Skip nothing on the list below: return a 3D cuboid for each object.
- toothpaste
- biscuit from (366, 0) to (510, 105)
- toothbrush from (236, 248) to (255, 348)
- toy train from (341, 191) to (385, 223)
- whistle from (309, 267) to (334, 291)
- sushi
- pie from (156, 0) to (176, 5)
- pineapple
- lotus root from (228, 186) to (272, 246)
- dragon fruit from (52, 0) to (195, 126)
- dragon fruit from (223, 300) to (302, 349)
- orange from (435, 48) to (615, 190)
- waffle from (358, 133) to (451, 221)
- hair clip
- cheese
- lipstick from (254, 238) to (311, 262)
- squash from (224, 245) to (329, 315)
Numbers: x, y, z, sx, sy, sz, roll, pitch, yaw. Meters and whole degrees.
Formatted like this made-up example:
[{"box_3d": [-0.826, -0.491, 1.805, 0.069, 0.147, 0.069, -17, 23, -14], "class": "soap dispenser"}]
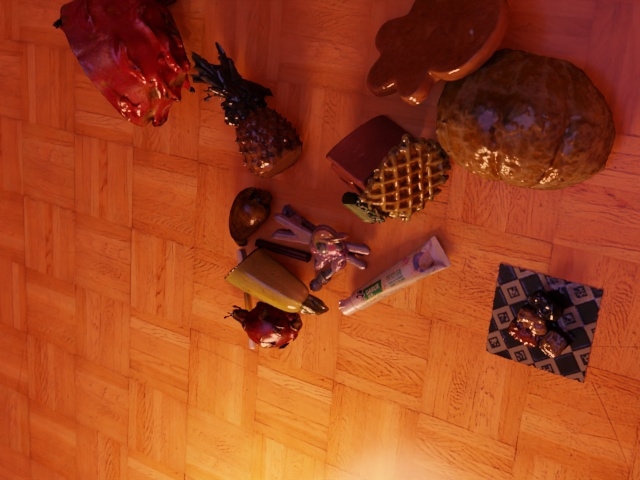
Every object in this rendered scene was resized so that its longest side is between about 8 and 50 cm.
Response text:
[{"box_3d": [0.173, 0.098, 1.905, 0.314, 0.056, 0.058, -34, 122, 31], "class": "toothpaste"}, {"box_3d": [0.243, -0.416, 1.653, 0.354, 0.052, 0.275, -12, 61, 45], "class": "biscuit"}, {"box_3d": [-0.202, 0.162, 2.181, 0.021, 0.024, 0.288, 3, 105, 35], "class": "toothbrush"}, {"box_3d": [0.105, -0.074, 1.850, 0.070, 0.148, 0.038, 13, 79, 29], "class": "toy train"}, {"box_3d": [0.004, 0.100, 2.021, 0.100, 0.035, 0.035, -43, 78, 32], "class": "whistle"}, {"box_3d": [0.476, 0.186, 1.726, 0.231, 0.047, 0.220, 15, 109, 30], "class": "sushi"}, {"box_3d": [-0.435, -0.726, 2.094, 0.218, 0.054, 0.205, -2, 100, 34], "class": "pie"}, {"box_3d": [-0.185, -0.331, 1.967, 0.165, 0.165, 0.365, -40, 77, 33], "class": "pineapple"}, {"box_3d": [-0.198, -0.055, 2.084, 0.191, 0.094, 0.108, -57, 36, 35], "class": "lotus root"}, {"box_3d": [-0.471, -0.495, 2.017, 0.248, 0.371, 0.387, -29, 56, 9], "class": "dragon fruit"}, {"box_3d": [-0.161, 0.218, 2.113, 0.246, 0.125, 0.126, 13, 119, 36], "class": "dragon fruit"}, {"box_3d": [0.391, -0.247, 1.583, 0.368, 0.210, 0.271, 20, 100, 30], "class": "orange"}, {"box_3d": [0.191, -0.134, 1.749, 0.214, 0.207, 0.054, -52, 44, 19], "class": "waffle"}, {"box_3d": [-0.011, 0.003, 1.975, 0.278, 0.090, 0.137, 29, 125, 25], "class": "hair clip"}, {"box_3d": [0.093, -0.177, 1.808, 0.128, 0.177, 0.203, 43, 120, 18], "class": "cheese"}, {"box_3d": [-0.102, 0.024, 2.079, 0.176, 0.027, 0.027, 16, 110, 31], "class": "lipstick"}, {"box_3d": [-0.112, 0.113, 2.025, 0.287, 0.137, 0.137, 30, 116, 29], "class": "squash"}]
